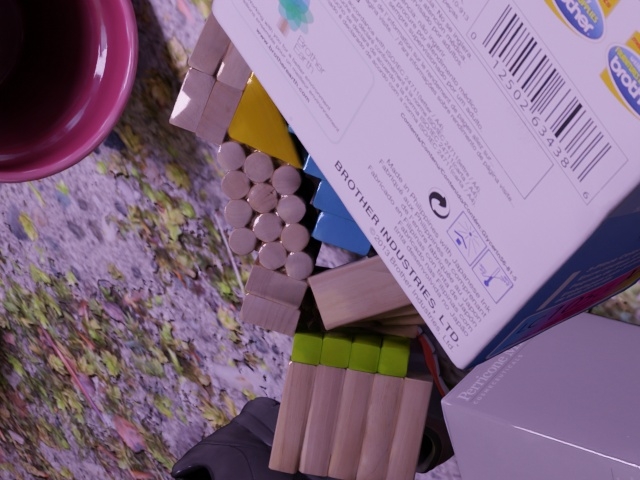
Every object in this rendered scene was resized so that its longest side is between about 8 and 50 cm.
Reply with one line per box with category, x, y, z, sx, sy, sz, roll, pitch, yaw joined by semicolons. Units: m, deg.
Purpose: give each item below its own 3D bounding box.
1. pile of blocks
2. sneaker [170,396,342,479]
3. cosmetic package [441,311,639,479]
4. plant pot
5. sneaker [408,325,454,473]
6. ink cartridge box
pile of blocks;0.000;0.000;1.125;0.112;0.148;0.362;-74;-31;-77
sneaker;-0.023;0.244;1.323;0.286;0.130;0.109;27;137;50
cosmetic package;0.209;0.131;0.978;0.238;0.127;0.107;15;133;39
plant pot;-0.264;-0.156;1.202;0.180;0.201;0.201;22;141;60
sneaker;0.057;0.112;1.192;0.158;0.065;0.061;55;147;-9
ink cartridge box;0.118;-0.145;0.737;0.270;0.151;0.395;56;151;14
